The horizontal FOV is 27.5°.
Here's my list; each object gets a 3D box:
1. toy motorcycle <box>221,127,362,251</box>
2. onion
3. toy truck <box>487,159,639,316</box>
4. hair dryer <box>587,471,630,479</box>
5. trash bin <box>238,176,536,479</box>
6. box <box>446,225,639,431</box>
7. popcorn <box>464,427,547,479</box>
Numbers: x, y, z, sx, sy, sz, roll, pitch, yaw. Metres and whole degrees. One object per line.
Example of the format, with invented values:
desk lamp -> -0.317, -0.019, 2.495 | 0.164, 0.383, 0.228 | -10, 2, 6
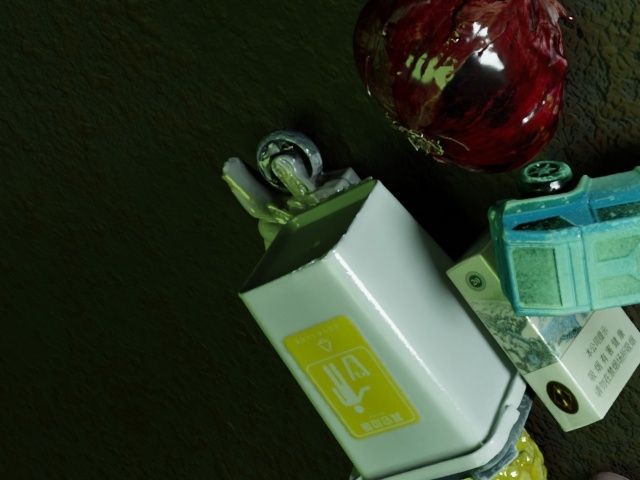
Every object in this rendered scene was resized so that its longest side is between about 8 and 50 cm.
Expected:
toy motorcycle -> 0.000, 0.000, 1.841 | 0.223, 0.108, 0.341 | -30, 106, 39
onion -> 0.174, -0.199, 1.508 | 0.221, 0.281, 0.281 | -126, 14, -68
toy truck -> 0.338, -0.008, 1.501 | 0.278, 0.156, 0.155 | -10, 117, 6
hair dryer -> 0.311, 0.452, 1.879 | 0.125, 0.210, 0.352 | 51, 150, -12
trash bin -> 0.097, 0.114, 1.677 | 0.255, 0.296, 0.368 | -24, 112, 40
box -> 0.291, 0.088, 1.648 | 0.256, 0.164, 0.069 | 53, 136, -6
popcorn -> 0.217, 0.328, 1.865 | 0.218, 0.169, 0.189 | 35, 134, 17
